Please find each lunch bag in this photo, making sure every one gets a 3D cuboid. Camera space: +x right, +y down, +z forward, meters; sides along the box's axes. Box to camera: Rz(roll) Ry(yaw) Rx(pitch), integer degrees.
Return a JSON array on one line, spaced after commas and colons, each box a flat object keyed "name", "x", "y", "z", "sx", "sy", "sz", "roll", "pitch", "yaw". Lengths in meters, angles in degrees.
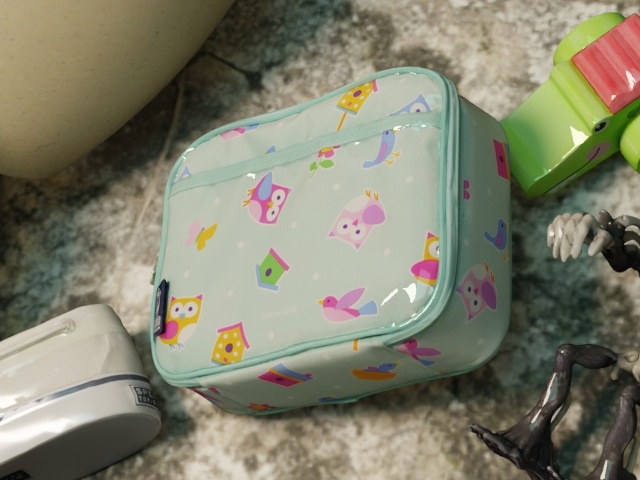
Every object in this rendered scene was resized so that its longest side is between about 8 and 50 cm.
[{"name": "lunch bag", "x": 0.000, "y": 0.000, "z": 1.306, "sx": 0.279, "sy": 0.108, "sz": 0.224, "roll": -14, "pitch": 62, "yaw": 33}]

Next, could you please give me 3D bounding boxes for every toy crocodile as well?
[{"name": "toy crocodile", "x": 0.277, "y": -0.146, "z": 1.317, "sx": 0.341, "sy": 0.105, "sz": 0.115, "roll": -30, "pitch": 63, "yaw": 5}]

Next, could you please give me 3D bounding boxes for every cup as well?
[{"name": "cup", "x": -0.240, "y": -0.188, "z": 1.415, "sx": 0.331, "sy": 0.331, "sz": 0.237, "roll": 30, "pitch": 103, "yaw": 26}]

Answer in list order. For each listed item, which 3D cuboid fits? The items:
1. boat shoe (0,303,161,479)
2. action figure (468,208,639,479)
[{"name": "boat shoe", "x": -0.313, "y": 0.136, "z": 1.381, "sx": 0.367, "sy": 0.136, "sz": 0.156, "roll": -23, "pitch": 64, "yaw": 5}, {"name": "action figure", "x": 0.232, "y": 0.054, "z": 1.233, "sx": 0.164, "sy": 0.141, "sz": 0.275, "roll": 32, "pitch": 83, "yaw": 38}]
